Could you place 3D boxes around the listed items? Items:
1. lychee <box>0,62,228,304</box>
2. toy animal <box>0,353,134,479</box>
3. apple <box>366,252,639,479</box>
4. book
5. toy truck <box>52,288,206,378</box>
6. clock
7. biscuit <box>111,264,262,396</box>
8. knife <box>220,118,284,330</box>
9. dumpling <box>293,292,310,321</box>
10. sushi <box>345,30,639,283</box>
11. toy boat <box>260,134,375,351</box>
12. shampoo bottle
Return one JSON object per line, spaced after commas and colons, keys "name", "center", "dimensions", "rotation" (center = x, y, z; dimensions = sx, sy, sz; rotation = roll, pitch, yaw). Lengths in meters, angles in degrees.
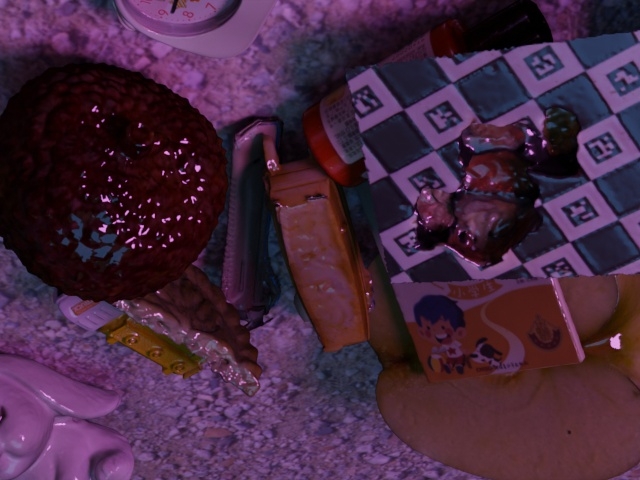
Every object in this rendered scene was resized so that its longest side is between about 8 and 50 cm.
{"name": "lychee", "center": [-0.226, -0.057, 1.348], "dimensions": [0.260, 0.260, 0.260], "rotation": [-5, 141, -4]}
{"name": "toy animal", "center": [-0.424, 0.272, 1.778], "dimensions": [0.271, 0.206, 0.265], "rotation": [-41, 124, 14]}
{"name": "apple", "center": [0.223, 0.118, 1.587], "dimensions": [0.360, 0.320, 0.311], "rotation": [-6, 156, 34]}
{"name": "book", "center": [0.167, 0.022, 1.508], "dimensions": [0.208, 0.020, 0.295], "rotation": [-13, 106, 35]}
{"name": "toy truck", "center": [-0.229, 0.083, 1.622], "dimensions": [0.098, 0.114, 0.227], "rotation": [-29, 136, 25]}
{"name": "clock", "center": [-0.135, -0.260, 1.256], "dimensions": [0.191, 0.062, 0.151], "rotation": [14, 137, -24]}
{"name": "biscuit", "center": [-0.176, 0.063, 1.551], "dimensions": [0.273, 0.187, 0.036], "rotation": [36, 110, -30]}
{"name": "knife", "center": [-0.084, -0.017, 1.586], "dimensions": [0.089, 0.043, 0.365], "rotation": [-30, 147, -27]}
{"name": "dumpling", "center": [-0.005, 0.079, 1.716], "dimensions": [0.059, 0.043, 0.077], "rotation": [-23, 128, -10]}
{"name": "sushi", "center": [0.191, -0.089, 1.349], "dimensions": [0.294, 0.059, 0.292], "rotation": [-3, 127, 12]}
{"name": "toy boat", "center": [0.000, 0.000, 1.527], "dimensions": [0.089, 0.115, 0.310], "rotation": [-16, 130, 4]}
{"name": "shampoo bottle", "center": [0.118, -0.163, 1.382], "dimensions": [0.278, 0.104, 0.104], "rotation": [-30, 136, 25]}
